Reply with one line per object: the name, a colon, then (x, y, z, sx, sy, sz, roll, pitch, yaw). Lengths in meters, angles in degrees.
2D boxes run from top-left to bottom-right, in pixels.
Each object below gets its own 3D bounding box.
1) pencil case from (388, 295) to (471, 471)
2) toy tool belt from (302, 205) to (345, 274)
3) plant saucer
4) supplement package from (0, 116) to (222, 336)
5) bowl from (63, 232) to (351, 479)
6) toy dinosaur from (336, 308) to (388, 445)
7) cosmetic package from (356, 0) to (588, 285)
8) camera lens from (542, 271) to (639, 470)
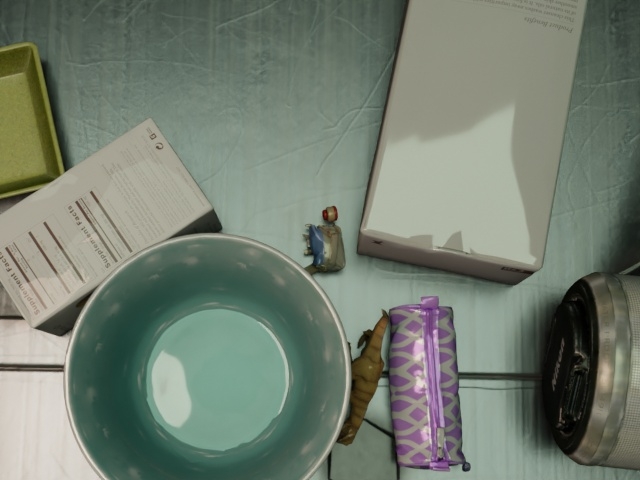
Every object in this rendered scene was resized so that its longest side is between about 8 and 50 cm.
pencil case: (0.125, 0.174, 1.244, 0.086, 0.088, 0.206, -5, 80, -1)
toy tool belt: (0.000, 0.000, 1.287, 0.051, 0.052, 0.083, -7, 80, -11)
plant saucer: (-0.422, -0.134, 1.300, 0.188, 0.045, 0.188, -14, 82, -4)
supplement package: (-0.257, -0.011, 1.237, 0.244, 0.139, 0.134, -34, 82, -5)
bowl: (-0.122, 0.156, 1.202, 0.312, 0.163, 0.311, 0, 81, -1)
toy dinosaur: (0.057, 0.142, 1.230, 0.064, 0.112, 0.211, 3, 117, -19)
cosmetic package: (0.182, -0.155, 1.266, 0.217, 0.156, 0.385, 14, 82, 1)
camera lens: (0.404, 0.155, 1.187, 0.274, 0.219, 0.219, 6, 81, -1)
